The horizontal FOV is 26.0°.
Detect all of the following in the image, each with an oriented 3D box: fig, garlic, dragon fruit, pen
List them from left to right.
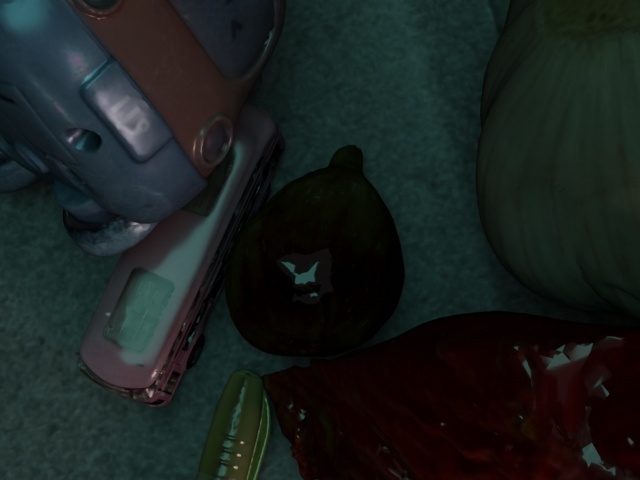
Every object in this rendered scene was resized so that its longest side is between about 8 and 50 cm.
[{"bbox_3d":[-0.071,0.197,0.881,0.040,0.032,0.234,16,83,-16],"label":"pen"},{"bbox_3d":[0.000,0.000,0.875,0.109,0.103,0.155,16,57,-13],"label":"fig"},{"bbox_3d":[0.119,0.139,0.827,0.330,0.240,0.302,10,110,28],"label":"dragon fruit"},{"bbox_3d":[0.242,-0.088,0.787,0.317,0.259,0.317,-17,47,19],"label":"garlic"}]

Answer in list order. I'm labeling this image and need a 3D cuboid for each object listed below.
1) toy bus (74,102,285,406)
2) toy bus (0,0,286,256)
[{"bbox_3d":[-0.087,0.006,0.884,0.063,0.090,0.203,23,84,8],"label":"toy bus"},{"bbox_3d":[-0.144,-0.152,0.834,0.232,0.197,0.294,-48,38,-14],"label":"toy bus"}]
